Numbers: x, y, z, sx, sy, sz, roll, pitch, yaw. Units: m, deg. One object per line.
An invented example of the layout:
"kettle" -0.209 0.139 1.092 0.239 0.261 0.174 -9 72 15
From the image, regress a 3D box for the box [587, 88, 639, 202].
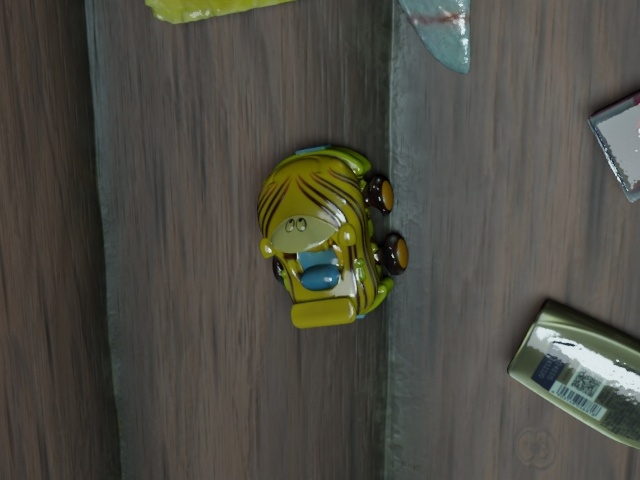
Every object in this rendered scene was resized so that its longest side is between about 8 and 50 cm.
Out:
"box" 0.432 -0.143 0.972 0.224 0.069 0.120 -25 92 27

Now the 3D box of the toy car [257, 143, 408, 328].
"toy car" 0.000 0.000 1.169 0.200 0.142 0.248 -11 101 26

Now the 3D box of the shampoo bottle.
"shampoo bottle" 0.411 0.204 1.066 0.350 0.084 0.126 28 116 15

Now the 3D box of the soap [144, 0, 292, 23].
"soap" -0.160 -0.512 1.123 0.306 0.115 0.428 -6 102 30

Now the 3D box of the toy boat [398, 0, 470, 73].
"toy boat" 0.145 -0.349 1.055 0.206 0.096 0.282 13 122 28
